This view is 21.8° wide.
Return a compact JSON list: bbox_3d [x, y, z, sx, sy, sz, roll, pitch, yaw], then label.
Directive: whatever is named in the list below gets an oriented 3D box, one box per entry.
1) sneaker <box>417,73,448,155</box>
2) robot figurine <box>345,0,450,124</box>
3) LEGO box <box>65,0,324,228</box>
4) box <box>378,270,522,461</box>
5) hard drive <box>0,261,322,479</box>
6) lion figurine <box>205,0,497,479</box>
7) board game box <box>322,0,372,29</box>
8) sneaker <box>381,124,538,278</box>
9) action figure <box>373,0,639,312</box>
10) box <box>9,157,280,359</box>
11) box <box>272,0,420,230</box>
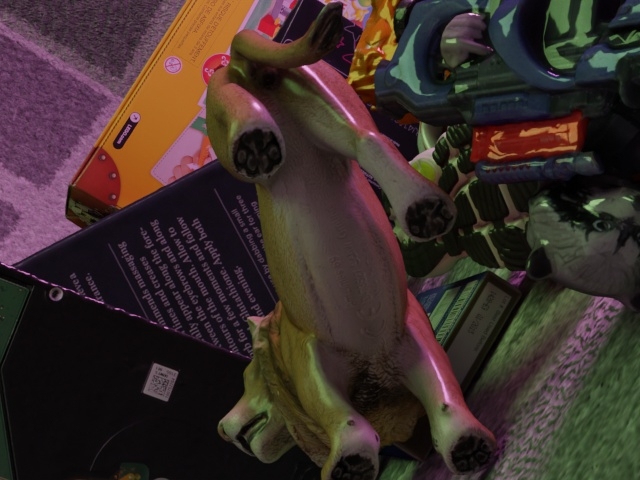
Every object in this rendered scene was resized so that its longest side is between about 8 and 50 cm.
[{"bbox_3d":[0.184,-0.183,1.422,0.127,0.126,0.321,-61,-5,-81],"label":"sneaker"},{"bbox_3d":[0.133,-0.235,1.336,0.211,0.085,0.291,2,62,47],"label":"robot figurine"},{"bbox_3d":[-0.038,-0.157,2.130,0.500,0.372,0.193,-59,4,-14],"label":"LEGO box"},{"bbox_3d":[0.075,0.095,1.234,0.136,0.036,0.225,-59,6,-9],"label":"box"},{"bbox_3d":[-0.168,0.169,1.244,0.064,0.339,0.237,148,142,-79],"label":"hard drive"},{"bbox_3d":[0.000,0.000,0.999,0.240,0.142,0.392,-119,20,-57],"label":"lion figurine"},{"bbox_3d":[0.113,-0.228,1.846,0.144,0.142,0.275,-59,-16,-7],"label":"board game box"},{"bbox_3d":[0.136,-0.043,1.123,0.118,0.107,0.279,-20,5,-20],"label":"sneaker"},{"bbox_3d":[0.203,-0.116,0.847,0.341,0.178,0.330,12,75,57],"label":"action figure"},{"bbox_3d":[-0.173,0.104,1.582,0.395,0.212,0.293,-28,-7,-5],"label":"box"},{"bbox_3d":[0.038,-0.104,1.682,0.163,0.247,0.142,-59,2,-11],"label":"box"}]
